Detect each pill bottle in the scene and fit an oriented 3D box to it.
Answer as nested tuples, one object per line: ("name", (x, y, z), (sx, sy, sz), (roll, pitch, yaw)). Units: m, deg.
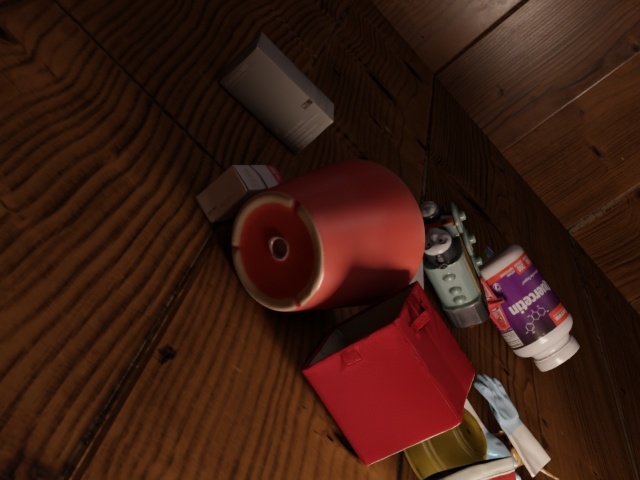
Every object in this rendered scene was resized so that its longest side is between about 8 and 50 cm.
("pill bottle", (0.546, 0.183, 2.051), (0.323, 0.181, 0.181), (54, 25, 4))

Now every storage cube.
("storage cube", (0.119, 0.214, 1.256), (0.193, 0.215, 0.183), (57, 24, -5))

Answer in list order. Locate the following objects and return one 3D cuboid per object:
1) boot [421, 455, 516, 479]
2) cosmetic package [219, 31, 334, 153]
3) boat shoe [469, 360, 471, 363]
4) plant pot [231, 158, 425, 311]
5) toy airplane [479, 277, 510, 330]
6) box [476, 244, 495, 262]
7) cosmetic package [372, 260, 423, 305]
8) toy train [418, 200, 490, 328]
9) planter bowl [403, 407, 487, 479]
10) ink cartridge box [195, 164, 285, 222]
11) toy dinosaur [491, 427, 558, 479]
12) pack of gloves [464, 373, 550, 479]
("boot", (0.256, 0.453, 1.239), (0.244, 0.088, 0.176), (8, 67, -45))
("cosmetic package", (-0.093, -0.324, 1.687), (0.238, 0.127, 0.107), (39, 28, -24))
("boat shoe", (0.294, 0.297, 1.636), (0.135, 0.050, 0.045), (-19, 77, -53))
("plant pot", (0.000, 0.000, 1.293), (0.243, 0.275, 0.275), (-12, 67, -52))
("toy airplane", (0.412, 0.173, 1.939), (0.151, 0.028, 0.151), (5, 60, -8))
("box", (0.515, 0.102, 2.266), (0.109, 0.042, 0.178), (44, 26, -20))
("cosmetic package", (0.160, 0.111, 1.585), (0.060, 0.099, 0.239), (44, 26, -19))
("toy train", (0.305, 0.057, 1.787), (0.334, 0.142, 0.190), (59, 18, -44))
("planter bowl", (0.241, 0.366, 1.402), (0.217, 0.090, 0.217), (40, 27, -25))
("ink cartridge box", (-0.135, -0.083, 1.332), (0.056, 0.099, 0.135), (58, 25, 11))
("toy dinosaur", (0.408, 0.459, 1.622), (0.211, 0.064, 0.112), (12, 58, -40))
("pack of gloves", (0.367, 0.381, 1.552), (0.195, 0.046, 0.232), (-21, 72, -44))
